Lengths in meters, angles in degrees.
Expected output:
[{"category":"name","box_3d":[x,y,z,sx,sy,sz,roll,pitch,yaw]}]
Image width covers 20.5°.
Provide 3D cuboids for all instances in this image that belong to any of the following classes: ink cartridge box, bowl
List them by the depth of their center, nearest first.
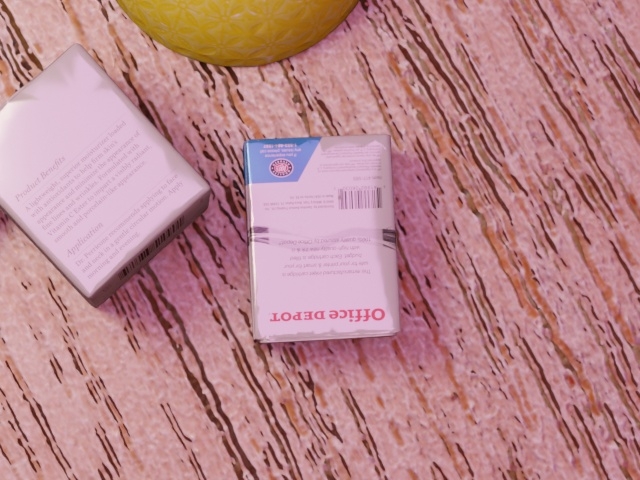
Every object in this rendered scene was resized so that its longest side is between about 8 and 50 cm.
[{"category":"bowl","box_3d":[-0.075,-0.320,1.666,0.289,0.156,0.289,0,84,-4]},{"category":"ink cartridge box","box_3d":[0.000,0.000,1.673,0.140,0.082,0.190,-2,85,-4]}]

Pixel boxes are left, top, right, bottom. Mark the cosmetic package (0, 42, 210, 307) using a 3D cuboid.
[{"category":"cosmetic package","box_3d":[-0.217,-0.056,1.630,0.151,0.151,0.183,-42,88,-7]}]
